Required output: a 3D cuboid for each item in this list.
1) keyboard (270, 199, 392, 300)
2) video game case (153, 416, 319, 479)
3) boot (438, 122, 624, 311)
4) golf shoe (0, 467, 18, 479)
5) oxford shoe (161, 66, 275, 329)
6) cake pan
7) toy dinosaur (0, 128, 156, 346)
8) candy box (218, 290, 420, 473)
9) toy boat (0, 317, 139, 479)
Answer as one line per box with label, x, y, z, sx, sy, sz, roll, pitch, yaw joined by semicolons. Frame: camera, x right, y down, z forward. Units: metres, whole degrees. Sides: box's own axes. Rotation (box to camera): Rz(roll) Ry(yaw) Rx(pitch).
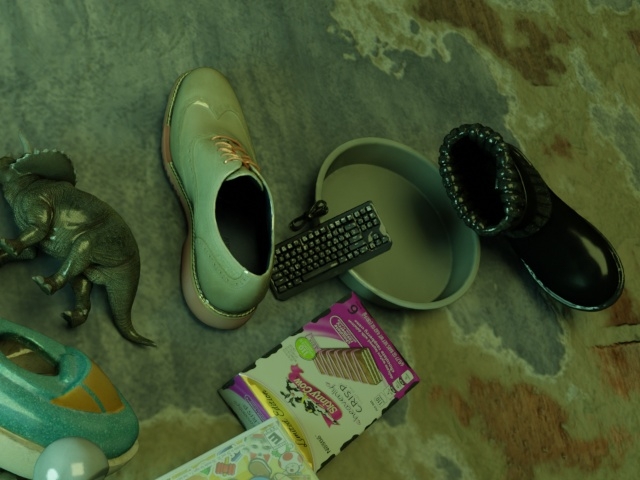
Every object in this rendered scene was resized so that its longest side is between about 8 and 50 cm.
keyboard;0.000;0.000;1.416;0.180;0.023;0.108;-25;77;-7
video game case;-0.094;0.330;1.132;0.227;0.026;0.206;-25;58;-22
boot;0.324;-0.025;1.555;0.348;0.131;0.260;48;13;13
golf shoe;-0.391;0.284;1.027;0.186;0.067;0.086;-19;76;-39
oxford shoe;-0.120;-0.086;1.367;0.140;0.146;0.397;2;62;-31
cake pan;0.110;-0.020;1.536;0.293;0.054;0.293;15;56;-24
toy dinosaur;-0.296;-0.001;1.226;0.313;0.121;0.160;40;63;-1
candy box;0.003;0.191;1.330;0.233;0.071;0.159;-34;85;-40
toy boat;-0.282;0.187;1.025;0.267;0.148;0.318;31;14;-29
